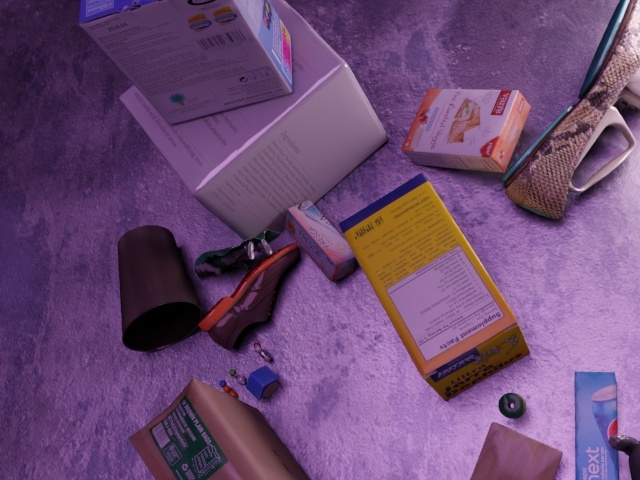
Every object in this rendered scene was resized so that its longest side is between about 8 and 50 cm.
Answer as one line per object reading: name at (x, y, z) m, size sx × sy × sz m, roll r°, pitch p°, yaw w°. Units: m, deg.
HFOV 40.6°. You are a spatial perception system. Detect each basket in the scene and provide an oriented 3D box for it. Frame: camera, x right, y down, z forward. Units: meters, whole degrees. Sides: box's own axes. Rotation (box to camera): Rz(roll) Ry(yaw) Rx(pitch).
basket at (-0.361, 0.093, 1.880) m, size 0.204 × 0.154 × 0.227 m, roll -42°, pitch 51°, yaw 33°

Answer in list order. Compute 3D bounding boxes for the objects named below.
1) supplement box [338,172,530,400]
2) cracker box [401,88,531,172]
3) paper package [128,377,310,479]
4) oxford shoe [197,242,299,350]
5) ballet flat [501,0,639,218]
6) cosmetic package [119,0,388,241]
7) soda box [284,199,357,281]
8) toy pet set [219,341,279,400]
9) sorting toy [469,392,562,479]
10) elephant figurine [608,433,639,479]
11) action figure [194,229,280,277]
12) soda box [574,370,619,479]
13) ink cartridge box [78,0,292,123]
supplement box at (0.215, 0.089, 1.640) m, size 0.194 × 0.195 × 0.357 m, roll -31°, pitch 61°, yaw 6°
cracker box at (0.296, -0.229, 1.776) m, size 0.232 × 0.067 × 0.156 m, roll 11°, pitch 71°, yaw 44°
paper package at (-0.140, 0.444, 1.559) m, size 0.168 × 0.309 × 0.325 m, roll -42°, pitch 60°, yaw 0°
oxford shoe at (-0.132, 0.116, 1.836) m, size 0.271 × 0.097 × 0.098 m, roll -44°, pitch 94°, yaw -9°
ballet flat at (0.550, -0.250, 1.700) m, size 0.182 × 0.164 × 0.483 m, roll 33°, pitch 88°, yaw 7°
cosmetic package at (-0.132, -0.260, 1.841) m, size 0.393 × 0.327 × 0.329 m, roll -40°, pitch 61°, yaw 2°
soda box at (0.000, 0.000, 1.823) m, size 0.063 × 0.058 × 0.183 m, roll -23°, pitch 57°, yaw -30°
toy pet set at (-0.147, 0.277, 1.770) m, size 0.114 × 0.065 × 0.122 m, roll 39°, pitch 86°, yaw 29°
sorting toy at (0.343, 0.417, 1.532) m, size 0.132 × 0.046 × 0.275 m, roll 20°, pitch 88°, yaw 26°
elephant figurine at (0.575, 0.450, 1.389) m, size 0.186 × 0.169 × 0.240 m, roll 4°, pitch 85°, yaw 52°
action figure at (-0.200, 0.040, 1.851) m, size 0.232 × 0.137 × 0.064 m, roll -20°, pitch 84°, yaw 48°
soda box at (0.482, 0.338, 1.509) m, size 0.071 × 0.067 × 0.210 m, roll -2°, pitch 69°, yaw 20°
ink cartridge box at (-0.237, -0.390, 1.521) m, size 0.269 × 0.395 × 0.151 m, roll -12°, pitch 65°, yaw 15°
